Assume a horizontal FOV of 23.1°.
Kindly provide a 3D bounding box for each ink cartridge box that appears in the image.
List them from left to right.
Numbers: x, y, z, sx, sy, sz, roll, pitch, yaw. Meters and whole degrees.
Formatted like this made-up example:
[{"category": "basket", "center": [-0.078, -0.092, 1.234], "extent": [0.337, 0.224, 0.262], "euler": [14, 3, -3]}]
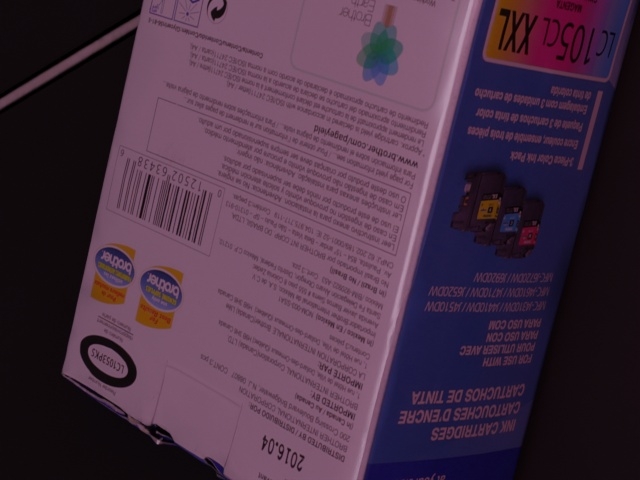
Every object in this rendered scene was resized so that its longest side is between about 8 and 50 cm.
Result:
[{"category": "ink cartridge box", "center": [0.000, 0.000, 0.920], "extent": [0.270, 0.151, 0.395], "euler": [23, 102, 43]}]
